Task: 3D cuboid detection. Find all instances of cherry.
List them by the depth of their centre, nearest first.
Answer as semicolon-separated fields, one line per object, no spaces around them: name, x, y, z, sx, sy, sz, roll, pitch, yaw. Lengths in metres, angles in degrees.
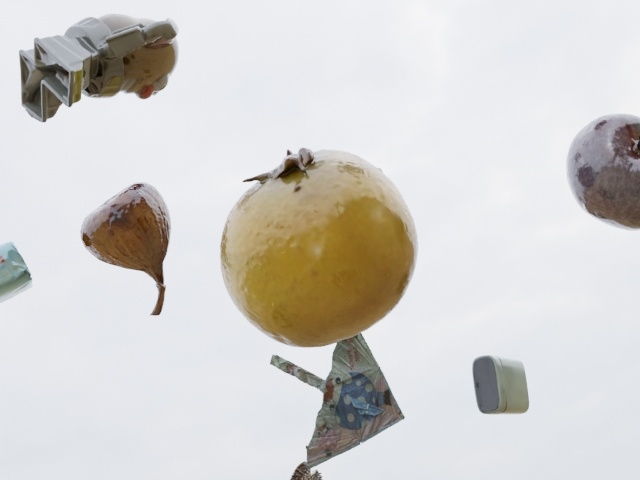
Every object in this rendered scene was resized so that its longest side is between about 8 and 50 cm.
cherry;0.404;-0.085;1.379;0.140;0.176;0.176;-55;-15;-26

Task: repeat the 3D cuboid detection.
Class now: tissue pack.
tissue pack;-0.629;0.095;1.771;0.263;0.089;0.177;-26;-2;-18

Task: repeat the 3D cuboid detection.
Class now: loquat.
loquat;0.000;0.000;1.396;0.275;0.275;0.275;-18;-28;-10

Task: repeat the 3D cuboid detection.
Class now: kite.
kite;0.025;0.298;2.037;0.011;0.314;0.335;4;-77;-61

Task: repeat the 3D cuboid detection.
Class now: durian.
durian;-0.036;0.545;2.245;0.071;0.110;0.140;0;20;44

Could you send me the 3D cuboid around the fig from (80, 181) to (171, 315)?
fig;-0.280;0.012;1.650;0.146;0.201;0.134;-36;0;39

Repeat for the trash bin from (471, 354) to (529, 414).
trash bin;0.364;0.292;2.086;0.059;0.116;0.130;-15;-17;34

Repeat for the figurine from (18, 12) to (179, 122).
figurine;-0.386;-0.326;1.888;0.285;0.342;0.167;-28;-61;-39
